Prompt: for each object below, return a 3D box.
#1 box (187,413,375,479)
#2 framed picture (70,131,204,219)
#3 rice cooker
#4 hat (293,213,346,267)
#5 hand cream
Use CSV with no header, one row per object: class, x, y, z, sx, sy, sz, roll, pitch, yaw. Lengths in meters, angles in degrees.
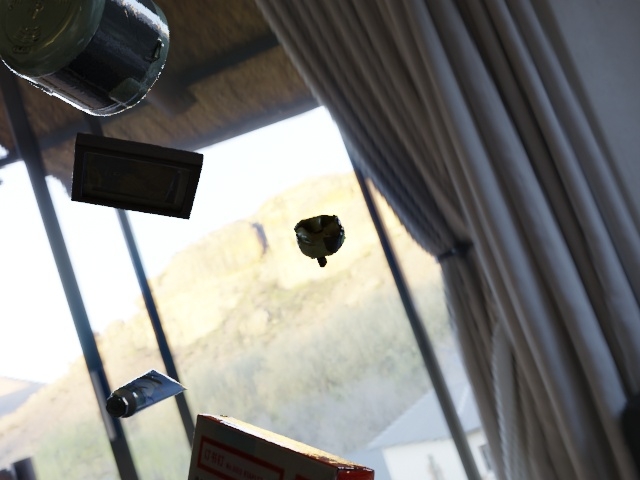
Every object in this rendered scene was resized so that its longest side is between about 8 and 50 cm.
box,-0.049,0.239,0.843,0.050,0.122,0.229,12,-5,-39
framed picture,-0.253,-0.085,1.263,0.169,0.023,0.128,9,-37,-12
rice cooker,-0.464,-0.406,1.811,0.288,0.288,0.277,-23,-24,21
hat,0.001,0.000,1.425,0.076,0.077,0.059,-13,-54,-5
hand cream,-0.350,0.300,1.837,0.058,0.091,0.271,-66,-11,8
